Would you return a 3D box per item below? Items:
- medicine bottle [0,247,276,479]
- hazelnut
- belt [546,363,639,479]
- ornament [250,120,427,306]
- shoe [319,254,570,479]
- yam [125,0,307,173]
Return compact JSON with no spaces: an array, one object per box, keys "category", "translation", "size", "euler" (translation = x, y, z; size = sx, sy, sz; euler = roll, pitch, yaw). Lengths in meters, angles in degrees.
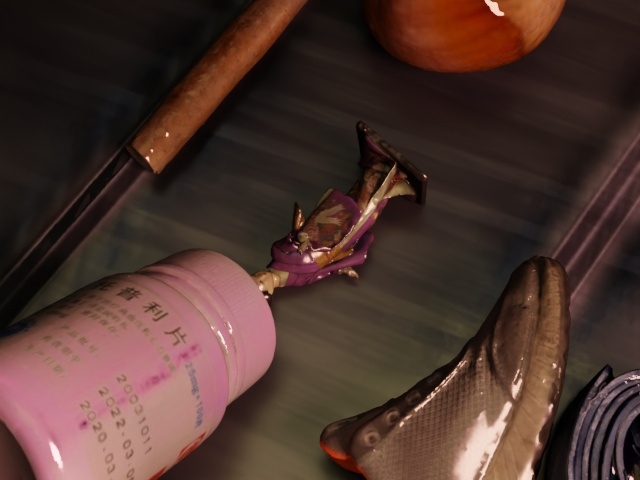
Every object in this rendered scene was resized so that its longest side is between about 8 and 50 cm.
[{"category":"medicine bottle","translation":[-0.155,0.107,0.791],"size":[0.152,0.152,0.254],"euler":[39,37,13]},{"category":"hazelnut","translation":[0.128,-0.253,0.970],"size":[0.214,0.176,0.214],"euler":[-15,50,19]},{"category":"belt","translation":[0.256,0.193,0.847],"size":[0.141,0.082,0.190],"euler":[5,71,-4]},{"category":"ornament","translation":[0.001,-0.005,0.922],"size":[0.203,0.081,0.088],"euler":[-43,75,-14]},{"category":"shoe","translation":[0.090,0.160,0.848],"size":[0.171,0.132,0.337],"euler":[15,73,16]},{"category":"yam","translation":[-0.086,-0.170,1.004],"size":[0.046,0.046,0.264],"euler":[34,73,12]}]
